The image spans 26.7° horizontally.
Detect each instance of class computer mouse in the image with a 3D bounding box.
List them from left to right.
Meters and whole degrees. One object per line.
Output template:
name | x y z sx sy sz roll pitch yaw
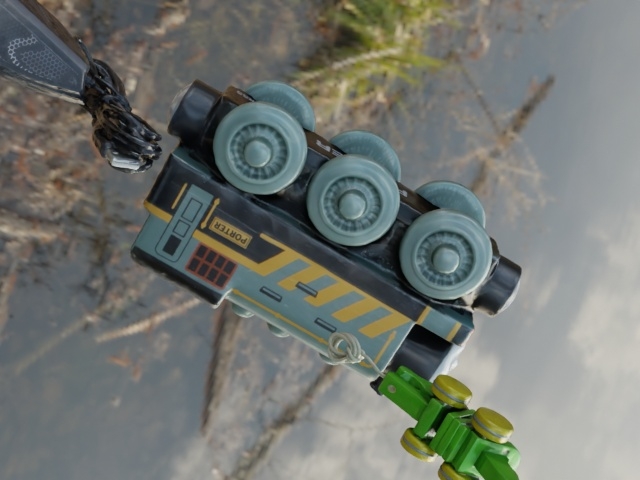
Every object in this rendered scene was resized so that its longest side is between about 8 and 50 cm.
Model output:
computer mouse | -0.246 -0.156 1.049 0.072 0.188 0.272 -43 123 5

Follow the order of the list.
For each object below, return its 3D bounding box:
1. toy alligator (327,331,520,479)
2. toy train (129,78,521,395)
toy alligator | 0.082 0.121 0.946 0.051 0.190 0.056 12 111 -52
toy train | 0.000 0.000 1.152 0.190 0.334 0.142 -58 -173 17
